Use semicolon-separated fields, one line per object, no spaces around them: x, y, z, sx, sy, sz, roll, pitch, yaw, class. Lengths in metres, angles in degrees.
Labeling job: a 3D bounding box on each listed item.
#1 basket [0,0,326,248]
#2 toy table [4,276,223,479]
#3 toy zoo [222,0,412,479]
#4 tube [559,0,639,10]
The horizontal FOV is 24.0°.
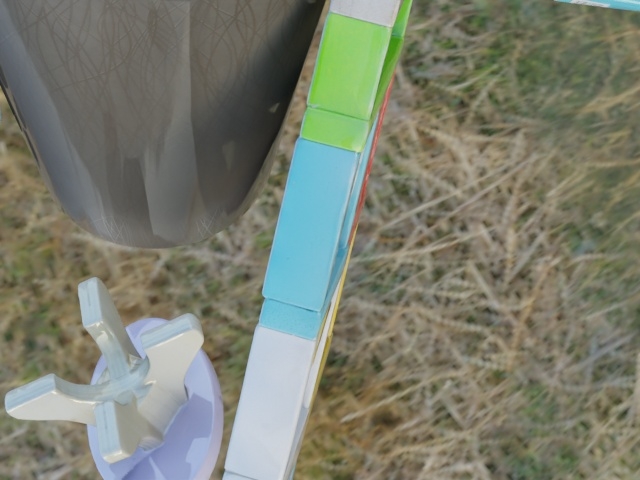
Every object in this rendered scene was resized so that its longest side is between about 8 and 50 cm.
-0.086;-0.107;0.722;0.204;0.154;0.227;17;149;7;basket
-0.232;0.180;1.813;0.252;0.161;0.274;-32;49;2;toy table
0.000;0.000;0.745;0.030;0.192;0.293;14;111;3;toy zoo
0.345;-0.261;1.582;0.207;0.080;0.052;7;126;-14;tube
